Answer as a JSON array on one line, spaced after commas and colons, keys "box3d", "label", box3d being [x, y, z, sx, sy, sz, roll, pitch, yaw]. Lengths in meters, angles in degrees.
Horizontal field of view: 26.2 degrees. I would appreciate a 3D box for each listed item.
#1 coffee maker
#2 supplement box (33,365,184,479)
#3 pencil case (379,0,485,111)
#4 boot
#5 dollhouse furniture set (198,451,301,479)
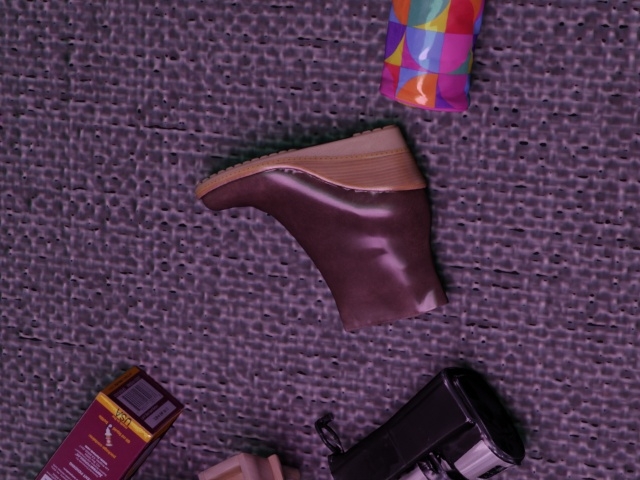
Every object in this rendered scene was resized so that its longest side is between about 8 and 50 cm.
[{"box3d": [0.102, 0.215, 1.466, 0.178, 0.120, 0.171, -43, 87, 19], "label": "coffee maker"}, {"box3d": [-0.254, 0.250, 1.585, 0.081, 0.104, 0.188, 39, 109, 5], "label": "supplement box"}, {"box3d": [0.125, -0.248, 1.379, 0.104, 0.104, 0.236, 15, 105, 13], "label": "pencil case"}, {"box3d": [0.000, 0.000, 1.467, 0.248, 0.090, 0.207, -12, 95, 14], "label": "boot"}, {"box3d": [-0.106, 0.453, 1.469, 0.303, 0.174, 0.355, -29, 63, 20], "label": "dollhouse furniture set"}]
